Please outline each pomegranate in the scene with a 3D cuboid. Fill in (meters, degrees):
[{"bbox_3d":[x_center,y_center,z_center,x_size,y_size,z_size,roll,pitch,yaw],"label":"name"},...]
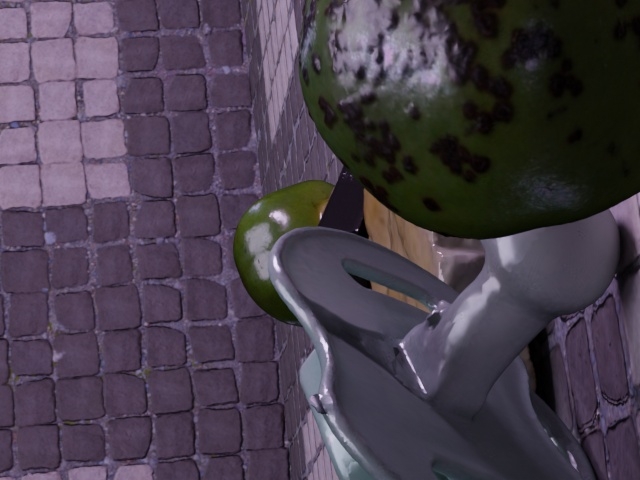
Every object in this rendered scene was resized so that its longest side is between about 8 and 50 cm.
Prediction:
[{"bbox_3d":[0.002,0.000,2.309,0.225,0.187,0.187,-50,39,45],"label":"pomegranate"},{"bbox_3d":[0.109,-0.133,1.104,0.254,0.254,0.270,-103,18,-50],"label":"pomegranate"}]

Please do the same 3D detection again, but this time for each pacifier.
[{"bbox_3d":[0.121,0.074,1.365,0.269,0.288,0.343,-50,37,24],"label":"pacifier"}]

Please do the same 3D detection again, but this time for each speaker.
[{"bbox_3d":[0.049,-0.041,1.986,0.218,0.044,0.082,-66,-28,-51],"label":"speaker"}]

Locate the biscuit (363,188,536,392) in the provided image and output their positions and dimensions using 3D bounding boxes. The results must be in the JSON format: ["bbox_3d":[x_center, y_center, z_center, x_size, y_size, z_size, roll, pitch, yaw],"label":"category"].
[{"bbox_3d":[0.101,0.003,1.731,0.446,0.104,0.429,-166,72,-82],"label":"biscuit"}]
